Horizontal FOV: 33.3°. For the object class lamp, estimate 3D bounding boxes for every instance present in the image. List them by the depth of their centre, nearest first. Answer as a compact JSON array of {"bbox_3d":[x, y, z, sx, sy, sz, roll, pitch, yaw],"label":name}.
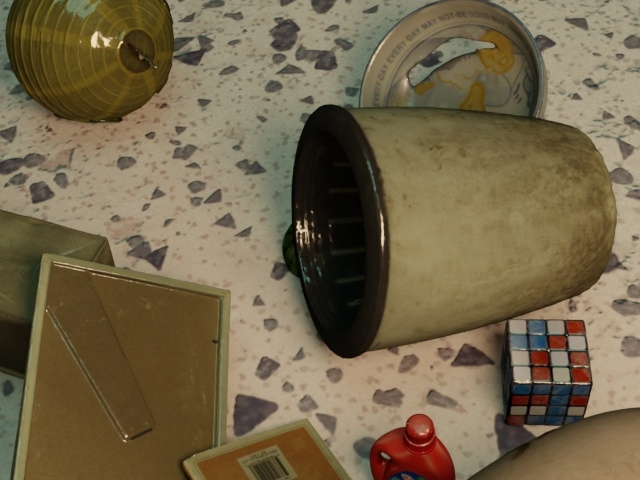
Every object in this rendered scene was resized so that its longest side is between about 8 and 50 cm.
[{"bbox_3d":[-0.320,-0.291,1.556,0.250,0.250,0.284,-40,38,-27],"label":"lamp"}]

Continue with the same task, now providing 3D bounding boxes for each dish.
[{"bbox_3d":[0.202,-0.195,1.526,0.273,0.134,0.273,-4,80,26],"label":"dish"}]

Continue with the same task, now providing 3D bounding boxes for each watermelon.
[{"bbox_3d":[0.000,0.000,1.418,0.105,0.062,0.105,-1,58,2],"label":"watermelon"}]

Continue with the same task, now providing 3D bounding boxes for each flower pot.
[{"bbox_3d":[0.160,-0.019,1.282,0.330,0.294,0.294,-4,47,-18],"label":"flower pot"}]

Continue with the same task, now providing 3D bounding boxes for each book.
[{"bbox_3d":[-0.021,0.304,1.150,0.170,0.018,0.242,-13,47,-33],"label":"book"}]

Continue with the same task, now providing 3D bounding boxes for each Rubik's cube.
[{"bbox_3d":[0.261,0.154,1.248,0.092,0.092,0.092,0,49,4],"label":"Rubik's cube"}]

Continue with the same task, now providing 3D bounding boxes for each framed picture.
[{"bbox_3d":[-0.214,0.179,1.192,0.240,0.020,0.324,12,58,-24],"label":"framed picture"}]

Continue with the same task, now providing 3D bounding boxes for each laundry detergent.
[{"bbox_3d":[0.098,0.233,1.141,0.097,0.165,0.049,16,53,16],"label":"laundry detergent"}]

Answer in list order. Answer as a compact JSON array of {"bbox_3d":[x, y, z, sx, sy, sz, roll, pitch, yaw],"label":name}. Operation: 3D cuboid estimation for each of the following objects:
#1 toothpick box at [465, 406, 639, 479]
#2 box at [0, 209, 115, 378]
[{"bbox_3d":[0.220,0.375,0.858,0.425,0.409,0.409,-30,53,-6],"label":"toothpick box"},{"bbox_3d":[-0.380,0.065,1.329,0.231,0.149,0.155,15,53,15],"label":"box"}]
